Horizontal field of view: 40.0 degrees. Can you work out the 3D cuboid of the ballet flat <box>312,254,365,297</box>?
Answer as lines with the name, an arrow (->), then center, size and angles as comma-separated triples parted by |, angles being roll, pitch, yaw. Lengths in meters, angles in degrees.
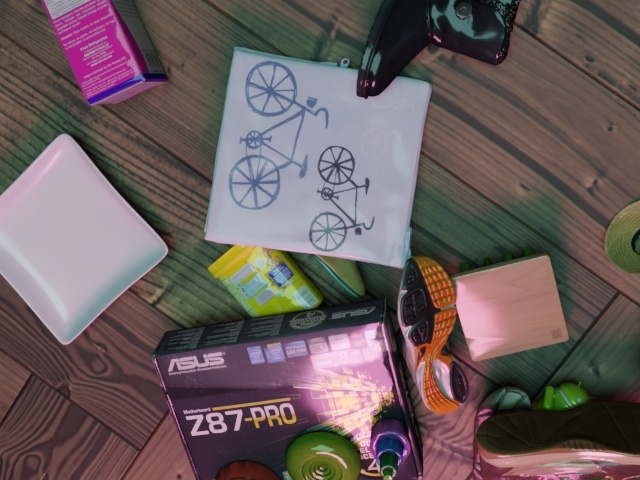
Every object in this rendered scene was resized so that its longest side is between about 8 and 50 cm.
ballet flat -> 0.000, 0.000, 1.467 | 0.232, 0.080, 0.073 | 40, 93, 1

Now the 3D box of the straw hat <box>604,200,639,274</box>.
straw hat -> 0.527, 0.004, 1.379 | 0.144, 0.144, 0.061 | -42, 133, 14

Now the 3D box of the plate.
plate -> -0.445, -0.002, 1.558 | 0.277, 0.045, 0.278 | -41, 92, 15

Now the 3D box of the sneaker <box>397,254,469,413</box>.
sneaker -> 0.164, 0.147, 1.437 | 0.099, 0.121, 0.263 | -13, 104, -14

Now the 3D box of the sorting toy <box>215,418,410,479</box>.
sorting toy -> -0.022, 0.403, 1.417 | 0.365, 0.126, 0.127 | -25, 111, 18

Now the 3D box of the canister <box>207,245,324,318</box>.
canister -> -0.091, 0.072, 1.496 | 0.126, 0.073, 0.170 | -39, 93, 15

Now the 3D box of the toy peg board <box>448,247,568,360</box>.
toy peg board -> 0.306, 0.095, 1.440 | 0.161, 0.079, 0.161 | -14, 113, 13

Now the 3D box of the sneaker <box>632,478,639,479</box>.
sneaker -> 0.414, 0.417, 1.468 | 0.286, 0.109, 0.130 | -25, 85, 6

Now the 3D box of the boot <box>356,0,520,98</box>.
boot -> 0.184, -0.308, 1.354 | 0.207, 0.094, 0.247 | 21, 87, 8

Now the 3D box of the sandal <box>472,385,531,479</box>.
sandal -> 0.304, 0.334, 1.487 | 0.089, 0.060, 0.220 | 8, 116, 14

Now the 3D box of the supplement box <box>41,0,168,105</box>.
supplement box -> -0.359, -0.345, 1.446 | 0.113, 0.111, 0.220 | -21, 95, 13

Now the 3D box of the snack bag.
snack bag -> 0.000, -0.136, 1.424 | 0.342, 0.037, 0.323 | 8, 88, 1

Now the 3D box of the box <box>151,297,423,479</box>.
box -> -0.047, 0.277, 1.481 | 0.394, 0.097, 0.318 | -9, 112, 12

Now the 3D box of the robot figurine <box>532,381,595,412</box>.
robot figurine -> 0.396, 0.280, 1.451 | 0.115, 0.067, 0.101 | -42, 114, 15

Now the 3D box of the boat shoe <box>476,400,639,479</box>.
boat shoe -> 0.419, 0.341, 1.383 | 0.341, 0.123, 0.123 | -5, 121, 5
